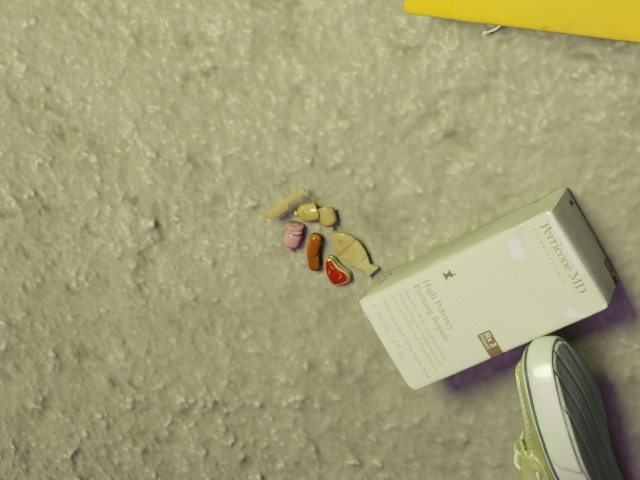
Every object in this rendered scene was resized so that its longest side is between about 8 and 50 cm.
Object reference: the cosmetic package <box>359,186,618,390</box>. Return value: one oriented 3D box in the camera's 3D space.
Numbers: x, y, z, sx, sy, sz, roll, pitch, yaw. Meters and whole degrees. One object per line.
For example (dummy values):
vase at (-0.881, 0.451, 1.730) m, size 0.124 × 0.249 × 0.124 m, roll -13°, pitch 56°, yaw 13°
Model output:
cosmetic package at (0.170, 0.051, 1.296) m, size 0.231 × 0.085 × 0.117 m, roll -28°, pitch 97°, yaw 28°

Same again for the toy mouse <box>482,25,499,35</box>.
toy mouse at (0.202, -0.261, 1.198) m, size 0.161 × 0.031 × 0.143 m, roll -28°, pitch 97°, yaw 27°

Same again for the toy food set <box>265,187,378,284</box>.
toy food set at (0.000, 0.000, 1.380) m, size 0.078 × 0.019 × 0.122 m, roll -33°, pitch 102°, yaw 28°

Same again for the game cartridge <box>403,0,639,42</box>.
game cartridge at (0.233, -0.317, 1.099) m, size 0.323 × 0.053 × 0.285 m, roll 11°, pitch 120°, yaw 18°

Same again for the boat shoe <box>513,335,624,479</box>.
boat shoe at (0.244, 0.228, 1.296) m, size 0.094 × 0.109 × 0.302 m, roll -7°, pitch 121°, yaw 29°
